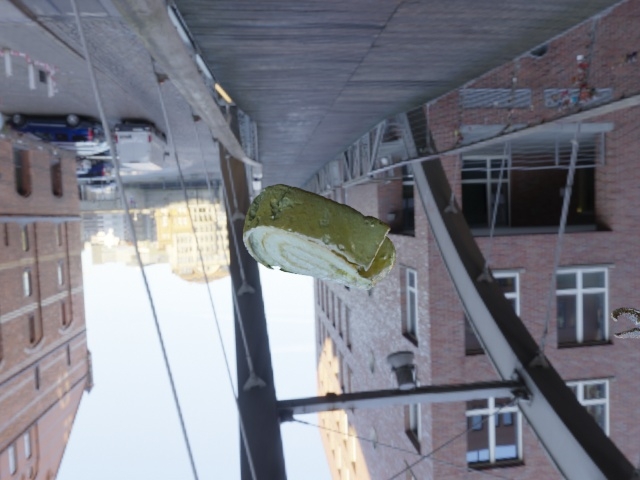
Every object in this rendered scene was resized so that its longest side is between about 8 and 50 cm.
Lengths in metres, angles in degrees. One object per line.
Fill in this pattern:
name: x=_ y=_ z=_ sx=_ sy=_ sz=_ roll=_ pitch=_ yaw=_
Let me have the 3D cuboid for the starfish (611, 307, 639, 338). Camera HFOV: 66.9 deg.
starfish: x=0.335 y=0.102 z=0.486 sx=0.028 sy=0.091 sz=0.078 roll=-43 pitch=-142 yaw=-12

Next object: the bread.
bread: x=0.000 y=0.000 z=0.495 sx=0.157 sy=0.064 sz=0.117 roll=17 pitch=159 yaw=2
